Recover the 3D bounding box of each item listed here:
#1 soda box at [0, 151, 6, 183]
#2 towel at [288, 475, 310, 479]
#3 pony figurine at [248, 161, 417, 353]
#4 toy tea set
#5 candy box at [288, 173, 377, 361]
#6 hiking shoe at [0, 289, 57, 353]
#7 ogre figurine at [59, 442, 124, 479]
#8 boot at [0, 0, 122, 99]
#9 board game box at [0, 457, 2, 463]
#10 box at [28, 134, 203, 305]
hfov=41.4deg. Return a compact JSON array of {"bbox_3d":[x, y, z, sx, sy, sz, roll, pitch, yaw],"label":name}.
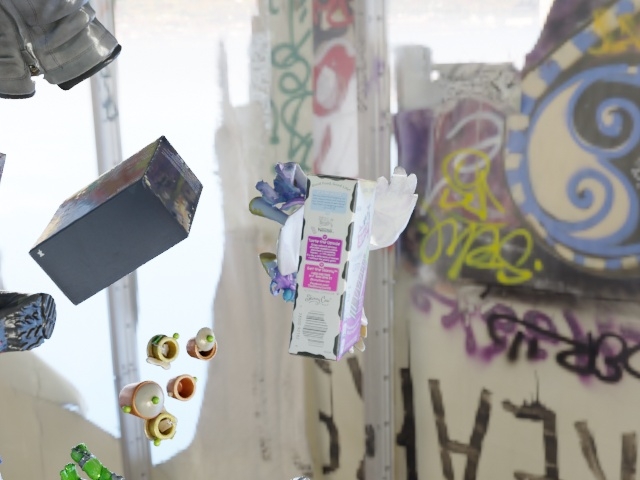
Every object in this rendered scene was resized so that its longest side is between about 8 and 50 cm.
[{"bbox_3d":[-0.738,-0.152,1.593,0.263,0.092,0.083,16,-162,-6],"label":"soda box"},{"bbox_3d":[-0.121,0.519,1.362,0.283,0.121,0.235,-39,177,-28],"label":"towel"},{"bbox_3d":[0.000,0.000,1.642,0.302,0.351,0.363,-15,-140,-28],"label":"pony figurine"},{"bbox_3d":[-0.376,0.355,2.196,0.124,0.200,0.336,-7,-132,45],"label":"toy tea set"},{"bbox_3d":[0.020,0.030,1.136,0.071,0.233,0.159,6,-175,12],"label":"candy box"},{"bbox_3d":[-0.418,0.106,0.963,0.114,0.086,0.227,7,-170,32],"label":"hiking shoe"},{"bbox_3d":[-0.409,0.470,1.497,0.118,0.197,0.097,8,154,21],"label":"ogre figurine"},{"bbox_3d":[-0.284,-0.298,0.953,0.338,0.223,0.118,-12,-143,28],"label":"boot"},{"bbox_3d":[-0.873,0.494,1.789,0.347,0.078,0.233,-20,-177,-29],"label":"board game box"},{"bbox_3d":[-0.486,-0.054,2.064,0.343,0.179,0.312,-31,-159,14],"label":"box"}]
